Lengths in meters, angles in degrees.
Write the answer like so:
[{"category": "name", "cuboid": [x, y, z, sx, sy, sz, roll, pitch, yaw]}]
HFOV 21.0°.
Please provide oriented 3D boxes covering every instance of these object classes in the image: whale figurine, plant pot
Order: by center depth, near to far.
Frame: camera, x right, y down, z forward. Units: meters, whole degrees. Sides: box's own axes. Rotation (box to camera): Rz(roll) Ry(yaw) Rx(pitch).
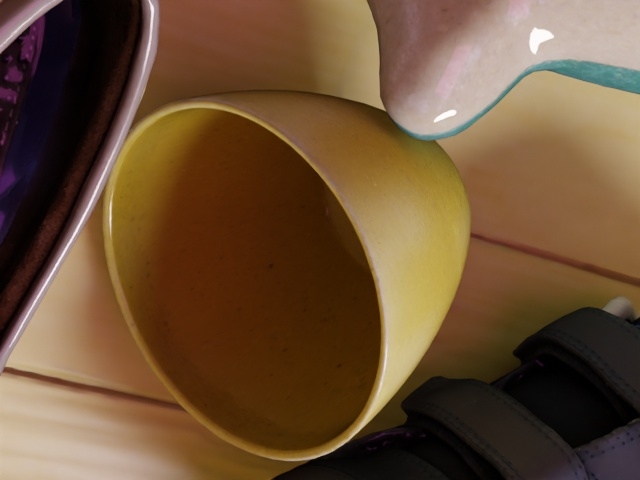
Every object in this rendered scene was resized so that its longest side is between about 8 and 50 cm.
[{"category": "plant pot", "cuboid": [0.000, 0.000, 0.635, 0.095, 0.134, 0.134, -27, 121, -44]}, {"category": "whale figurine", "cuboid": [0.140, -0.107, 0.647, 0.272, 0.141, 0.216, -18, 71, -5]}]

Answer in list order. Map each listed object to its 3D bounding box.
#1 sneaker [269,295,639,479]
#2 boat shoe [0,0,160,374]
[{"category": "sneaker", "cuboid": [0.101, 0.089, 0.704, 0.321, 0.126, 0.127, -1, 113, -36]}, {"category": "boat shoe", "cuboid": [-0.155, 0.037, 0.550, 0.116, 0.097, 0.324, 33, 83, -48]}]
